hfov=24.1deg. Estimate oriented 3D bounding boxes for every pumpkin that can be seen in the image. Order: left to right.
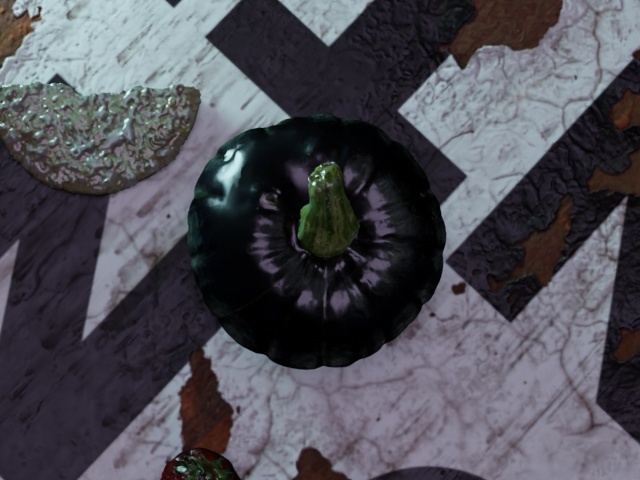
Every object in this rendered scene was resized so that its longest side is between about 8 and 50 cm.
[{"bbox_3d":[0.000,0.000,1.659,0.295,0.296,0.296,0,84,-3],"label":"pumpkin"}]

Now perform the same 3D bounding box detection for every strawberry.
[{"bbox_3d":[-0.138,0.291,1.711,0.106,0.106,0.106,0,84,-3],"label":"strawberry"}]

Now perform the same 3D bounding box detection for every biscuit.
[{"bbox_3d":[-0.266,-0.121,1.776,0.250,0.032,0.133,1,85,-4],"label":"biscuit"}]
